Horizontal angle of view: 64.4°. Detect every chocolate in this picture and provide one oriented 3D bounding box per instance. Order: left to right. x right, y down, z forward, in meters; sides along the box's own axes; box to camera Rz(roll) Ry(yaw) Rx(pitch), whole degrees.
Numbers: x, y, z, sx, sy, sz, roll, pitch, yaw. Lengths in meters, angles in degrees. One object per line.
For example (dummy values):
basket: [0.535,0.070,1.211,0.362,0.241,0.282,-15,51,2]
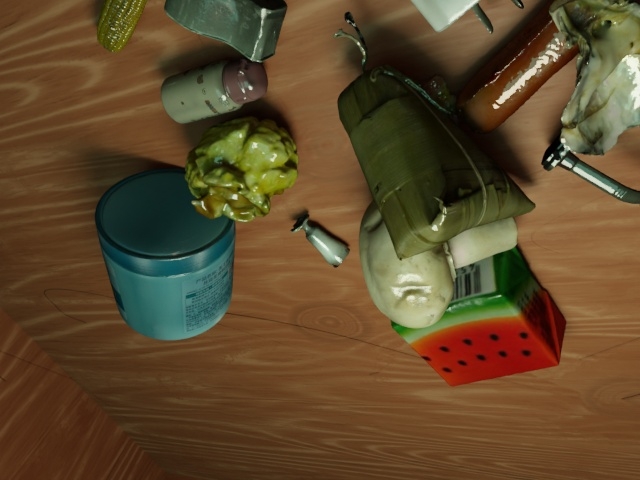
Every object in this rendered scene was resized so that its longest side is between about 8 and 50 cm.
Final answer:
chocolate: [0.399,0.209,1.309,0.360,0.161,0.341,-25,121,36]

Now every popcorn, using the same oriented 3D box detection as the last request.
popcorn: [-0.182,-0.159,1.157,0.224,0.270,0.258,56,171,-24]

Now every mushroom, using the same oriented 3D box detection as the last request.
mushroom: [0.219,0.018,1.143,0.315,0.356,0.315,30,141,29]

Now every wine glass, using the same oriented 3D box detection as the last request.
wine glass: [0.000,0.000,1.342,0.155,0.072,0.072,40,132,-15]

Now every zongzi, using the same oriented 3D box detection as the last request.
zongzi: [0.210,-0.209,0.991,0.181,0.418,0.446,-38,69,50]

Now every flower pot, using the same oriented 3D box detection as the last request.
flower pot: [-0.183,-0.449,0.979,0.229,0.103,0.108,25,134,-2]

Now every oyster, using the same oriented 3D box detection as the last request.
oyster: [0.459,-0.257,0.799,0.275,0.100,0.271,-11,120,-14]

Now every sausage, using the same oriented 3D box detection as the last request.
sausage: [0.371,-0.319,0.888,0.102,0.102,0.330,35,132,-11]

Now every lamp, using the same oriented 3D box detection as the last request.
lamp: [0.579,-0.165,0.935,0.283,0.124,0.203,25,125,-5]

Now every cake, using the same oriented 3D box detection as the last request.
cake: [0.185,-0.225,1.053,0.109,0.090,0.225,45,130,-14]

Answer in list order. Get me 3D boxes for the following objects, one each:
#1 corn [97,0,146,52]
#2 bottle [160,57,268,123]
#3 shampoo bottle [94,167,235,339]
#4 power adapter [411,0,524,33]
corn: [-0.407,-0.484,1.051,0.080,0.080,0.231,36,132,-12]
bottle: [-0.224,-0.328,1.100,0.233,0.110,0.110,-7,127,25]
shampoo bottle: [-0.393,0.043,1.350,0.331,0.331,0.342,17,136,6]
power adapter: [0.224,-0.450,0.809,0.255,0.124,0.187,42,133,-18]
